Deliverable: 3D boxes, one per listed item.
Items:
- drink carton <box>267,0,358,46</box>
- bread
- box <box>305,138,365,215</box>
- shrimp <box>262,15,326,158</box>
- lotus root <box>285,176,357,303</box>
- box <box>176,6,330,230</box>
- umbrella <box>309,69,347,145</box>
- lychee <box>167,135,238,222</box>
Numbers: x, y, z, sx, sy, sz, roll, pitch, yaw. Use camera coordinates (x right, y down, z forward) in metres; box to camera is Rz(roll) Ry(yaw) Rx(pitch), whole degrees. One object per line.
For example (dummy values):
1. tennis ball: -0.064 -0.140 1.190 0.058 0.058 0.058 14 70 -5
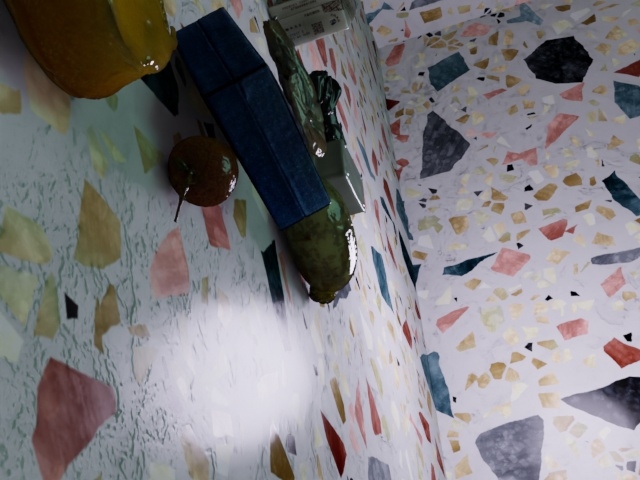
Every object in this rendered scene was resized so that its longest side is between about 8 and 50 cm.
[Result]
1. drink carton: -0.013 -0.645 1.964 0.325 0.194 0.132 -75 146 -62
2. bread: -0.263 -0.289 0.768 0.195 0.142 0.270 -12 90 -78
3. box: 0.027 -0.146 1.770 0.210 0.129 0.148 57 25 -54
4. shrimp: -0.036 -0.225 1.066 0.126 0.047 0.223 -89 158 -62
5. lotus root: 0.000 0.000 1.511 0.173 0.173 0.309 -82 162 -55
6. box: -0.113 -0.200 1.156 0.261 0.116 0.279 57 -6 48
7. umbrella: 0.024 -0.303 1.960 0.118 0.118 0.340 -20 96 -76
8. lychee: -0.168 -0.095 1.014 0.140 0.101 0.115 -145 -140 -84
